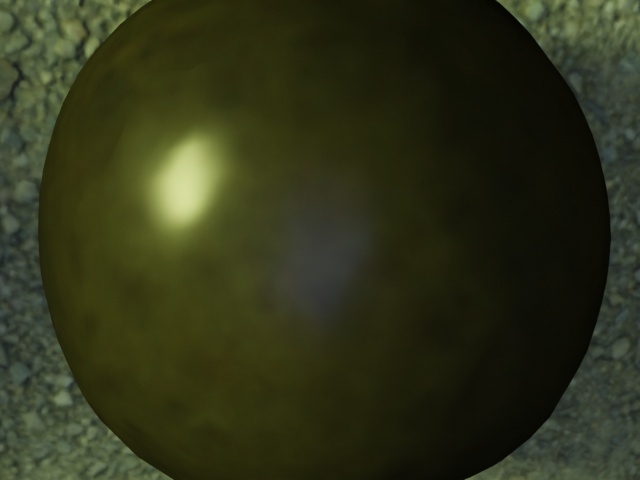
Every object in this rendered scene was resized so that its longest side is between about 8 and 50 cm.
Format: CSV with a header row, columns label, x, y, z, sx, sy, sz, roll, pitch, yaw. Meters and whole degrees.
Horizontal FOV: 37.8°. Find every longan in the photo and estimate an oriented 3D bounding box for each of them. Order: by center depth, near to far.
label,x,y,z,sx,sy,sz,roll,pitch,yaw
longan,0.002,0.004,0.483,0.297,0.297,0.298,-2,109,-6
